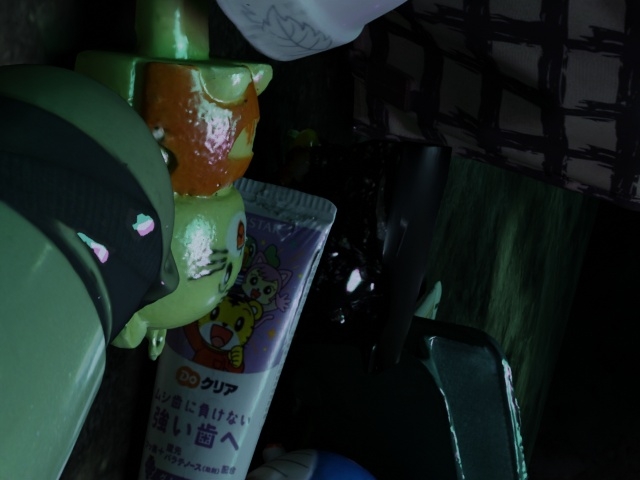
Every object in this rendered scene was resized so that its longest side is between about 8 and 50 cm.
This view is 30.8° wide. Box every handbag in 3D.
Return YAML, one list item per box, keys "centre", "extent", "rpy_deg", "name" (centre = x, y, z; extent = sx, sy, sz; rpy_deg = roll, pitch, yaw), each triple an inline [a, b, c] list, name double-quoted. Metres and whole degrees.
- centre: [0.164, -0.186, 1.012]
  extent: [0.325, 0.327, 0.162]
  rpy_deg: [70, 35, -56]
  name: "handbag"
- centre: [0.081, 0.222, 1.070]
  extent: [0.089, 0.238, 0.326]
  rpy_deg: [-23, 110, -34]
  name: "handbag"

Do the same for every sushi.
- centre: [0.000, 0.000, 0.915]
  extent: [0.153, 0.151, 0.172]
  rpy_deg: [-12, 111, -69]
  name: "sushi"

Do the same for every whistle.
- centre: [-0.090, -0.065, 0.697]
  extent: [0.131, 0.106, 0.288]
  rpy_deg: [-36, 134, -72]
  name: "whistle"

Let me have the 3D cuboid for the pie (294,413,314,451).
- centre: [0.057, 0.243, 1.291]
  extent: [0.323, 0.071, 0.323]
  rpy_deg: [-37, 135, -49]
  name: "pie"

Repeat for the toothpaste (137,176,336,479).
- centre: [-0.077, 0.102, 0.846]
  extent: [0.073, 0.114, 0.299]
  rpy_deg: [-11, 115, -76]
  name: "toothpaste"

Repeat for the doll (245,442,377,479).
- centre: [-0.048, 0.290, 0.979]
  extent: [0.257, 0.161, 0.215]
  rpy_deg: [-42, 155, -35]
  name: "doll"

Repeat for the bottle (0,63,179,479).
- centre: [-0.174, 0.057, 0.459]
  extent: [0.347, 0.169, 0.168]
  rpy_deg: [-64, 156, -47]
  name: "bottle"

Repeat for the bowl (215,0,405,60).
- centre: [0.008, -0.259, 0.675]
  extent: [0.287, 0.144, 0.286]
  rpy_deg: [-11, 90, -73]
  name: "bowl"

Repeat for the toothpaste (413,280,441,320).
- centre: [0.113, 0.117, 1.466]
  extent: [0.255, 0.037, 0.067]
  rpy_deg: [-37, 139, -64]
  name: "toothpaste"

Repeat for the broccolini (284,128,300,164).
- centre: [-0.008, -0.024, 1.052]
  extent: [0.052, 0.054, 0.194]
  rpy_deg: [-51, 149, -18]
  name: "broccolini"
